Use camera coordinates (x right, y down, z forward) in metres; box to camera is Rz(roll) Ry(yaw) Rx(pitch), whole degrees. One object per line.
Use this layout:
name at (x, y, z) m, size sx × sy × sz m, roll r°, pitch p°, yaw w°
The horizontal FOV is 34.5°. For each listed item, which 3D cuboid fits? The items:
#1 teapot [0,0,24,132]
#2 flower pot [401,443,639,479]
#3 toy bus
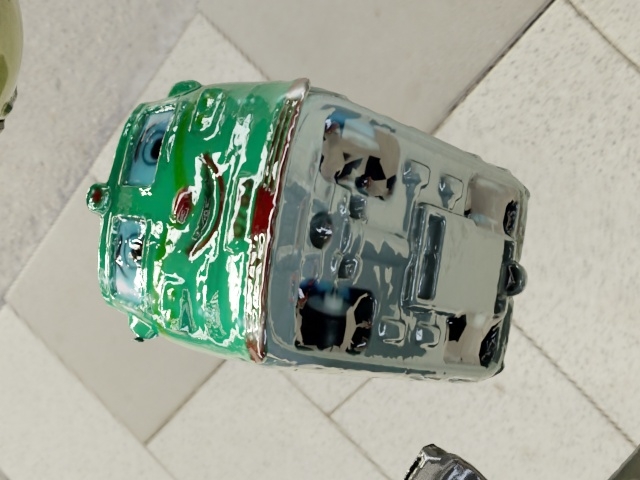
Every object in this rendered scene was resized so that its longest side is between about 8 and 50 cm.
teapot at (-0.275, -0.116, 0.674) m, size 0.173 × 0.182 × 0.270 m, roll -3°, pitch 96°, yaw -3°
flower pot at (0.240, 0.200, 0.629) m, size 0.251 × 0.379 × 0.379 m, roll 42°, pitch 128°, yaw 33°
toy bus at (0.000, 0.000, 0.752) m, size 0.199 × 0.343 × 0.184 m, roll 8°, pitch 85°, yaw 36°
